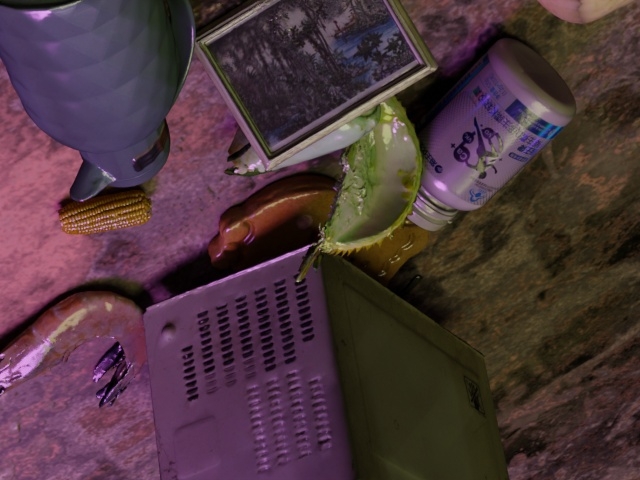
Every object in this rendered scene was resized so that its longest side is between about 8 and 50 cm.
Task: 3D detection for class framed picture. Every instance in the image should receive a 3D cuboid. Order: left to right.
[{"bbox_3d":[-0.007,-0.167,1.733,0.183,0.142,0.011,-30,-172,6],"label":"framed picture"}]

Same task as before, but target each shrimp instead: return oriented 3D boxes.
[{"bbox_3d":[-0.271,0.131,1.992,0.219,0.046,0.152,-32,139,4],"label":"shrimp"}]

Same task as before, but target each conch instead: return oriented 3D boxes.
[{"bbox_3d":[-0.017,-0.118,1.813,0.170,0.106,0.079,-25,114,24],"label":"conch"}]

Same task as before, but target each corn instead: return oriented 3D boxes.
[{"bbox_3d":[-0.205,-0.026,1.849,0.092,0.037,0.037,-10,141,-15],"label":"corn"}]

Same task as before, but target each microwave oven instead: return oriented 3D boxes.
[{"bbox_3d":[0.012,0.233,2.017,0.247,0.333,0.394,-23,149,22],"label":"microwave oven"}]

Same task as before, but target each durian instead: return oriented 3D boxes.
[{"bbox_3d":[0.034,-0.052,1.862,0.100,0.086,0.215,26,77,-49],"label":"durian"}]

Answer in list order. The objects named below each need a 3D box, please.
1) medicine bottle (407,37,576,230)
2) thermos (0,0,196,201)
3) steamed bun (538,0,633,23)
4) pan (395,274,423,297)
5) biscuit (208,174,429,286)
[{"bbox_3d":[0.153,-0.100,1.910,0.107,0.107,0.191,19,124,-44],"label":"medicine bottle"},{"bbox_3d":[-0.183,-0.168,1.616,0.182,0.145,0.286,-52,153,-22],"label":"thermos"},{"bbox_3d":[0.249,-0.326,1.653,0.232,0.166,0.273,-36,150,-8],"label":"steamed bun"},{"bbox_3d":[0.074,0.068,2.136,0.068,0.023,0.115,13,132,-39],"label":"pan"},{"bbox_3d":[0.001,0.002,2.006,0.249,0.035,0.184,19,124,-43],"label":"biscuit"}]
